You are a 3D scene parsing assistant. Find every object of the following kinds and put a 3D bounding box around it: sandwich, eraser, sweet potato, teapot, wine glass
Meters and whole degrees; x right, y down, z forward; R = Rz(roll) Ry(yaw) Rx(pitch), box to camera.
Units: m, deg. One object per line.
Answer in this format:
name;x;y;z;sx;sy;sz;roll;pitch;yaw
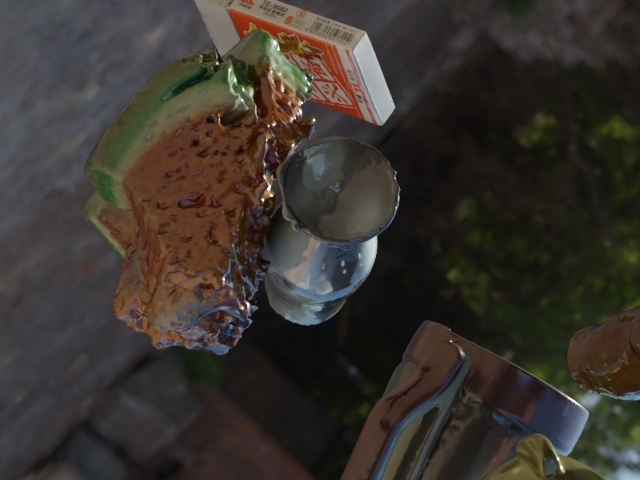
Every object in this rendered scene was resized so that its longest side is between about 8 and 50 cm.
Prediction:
sandwich;-0.125;-0.034;1.556;0.250;0.162;0.301;-40;-146;23
eraser;-0.032;-0.224;2.179;0.038;0.230;0.157;-58;152;-18
sweet potato;0.265;0.091;1.502;0.077;0.077;0.243;-46;-177;-15
teapot;0.132;0.271;2.168;0.315;0.233;0.312;37;80;-53
wine glass;0.000;0.000;1.556;0.103;0.103;0.222;-45;170;-22

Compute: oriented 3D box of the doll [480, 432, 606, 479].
doll;0.188;0.298;1.628;0.161;0.177;0.261;-10;148;-16
